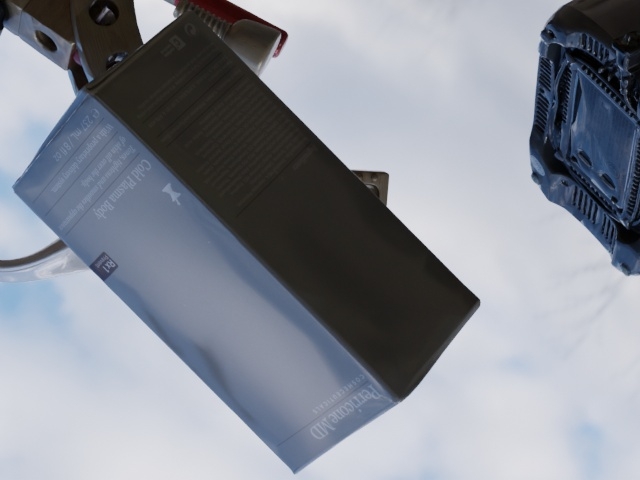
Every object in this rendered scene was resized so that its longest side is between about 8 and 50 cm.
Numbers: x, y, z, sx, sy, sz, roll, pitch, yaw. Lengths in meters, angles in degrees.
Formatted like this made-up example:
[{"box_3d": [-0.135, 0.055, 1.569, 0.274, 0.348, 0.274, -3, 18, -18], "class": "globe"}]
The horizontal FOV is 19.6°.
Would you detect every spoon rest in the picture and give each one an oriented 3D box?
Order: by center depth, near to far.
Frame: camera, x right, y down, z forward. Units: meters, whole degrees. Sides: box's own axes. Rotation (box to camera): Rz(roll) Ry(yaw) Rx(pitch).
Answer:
[{"box_3d": [-0.221, -0.004, 1.685, 0.276, 0.137, 0.084, 2, -108, -3], "class": "spoon rest"}]

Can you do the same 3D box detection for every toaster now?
[{"box_3d": [0.218, -0.093, 1.127, 0.129, 0.146, 0.227, 48, 161, 28], "class": "toaster"}]

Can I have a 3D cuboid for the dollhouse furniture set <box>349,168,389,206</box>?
[{"box_3d": [0.000, 0.000, 1.907, 0.151, 0.144, 0.123, 3, -172, -11], "class": "dollhouse furniture set"}]

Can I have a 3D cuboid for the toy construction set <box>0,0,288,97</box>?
[{"box_3d": [-0.144, -0.191, 1.283, 0.237, 0.257, 0.309, 28, 180, 2], "class": "toy construction set"}]

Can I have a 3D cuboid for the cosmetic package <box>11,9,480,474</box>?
[{"box_3d": [-0.042, 0.003, 1.042, 0.238, 0.127, 0.107, 46, -130, 0], "class": "cosmetic package"}]
